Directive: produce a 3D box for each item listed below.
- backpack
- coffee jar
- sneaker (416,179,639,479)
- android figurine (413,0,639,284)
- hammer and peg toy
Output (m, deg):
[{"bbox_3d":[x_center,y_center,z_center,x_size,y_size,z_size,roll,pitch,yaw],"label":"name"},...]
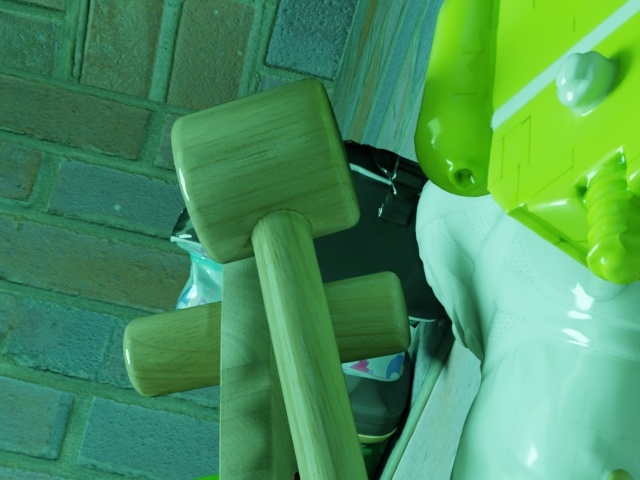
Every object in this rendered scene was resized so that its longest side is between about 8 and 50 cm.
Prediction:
[{"bbox_3d":[0.000,0.000,1.261,0.253,0.225,0.191,-78,6,-82],"label":"backpack"},{"bbox_3d":[0.025,0.159,1.413,0.184,0.079,0.096,108,173,-51],"label":"coffee jar"},{"bbox_3d":[0.086,0.058,0.694,0.292,0.108,0.169,137,149,-81],"label":"sneaker"},{"bbox_3d":[0.125,-0.099,0.532,0.248,0.056,0.272,-38,27,40],"label":"android figurine"},{"bbox_3d":[-0.014,0.133,0.647,0.266,0.127,0.361,-93,-11,-47],"label":"hammer and peg toy"}]
